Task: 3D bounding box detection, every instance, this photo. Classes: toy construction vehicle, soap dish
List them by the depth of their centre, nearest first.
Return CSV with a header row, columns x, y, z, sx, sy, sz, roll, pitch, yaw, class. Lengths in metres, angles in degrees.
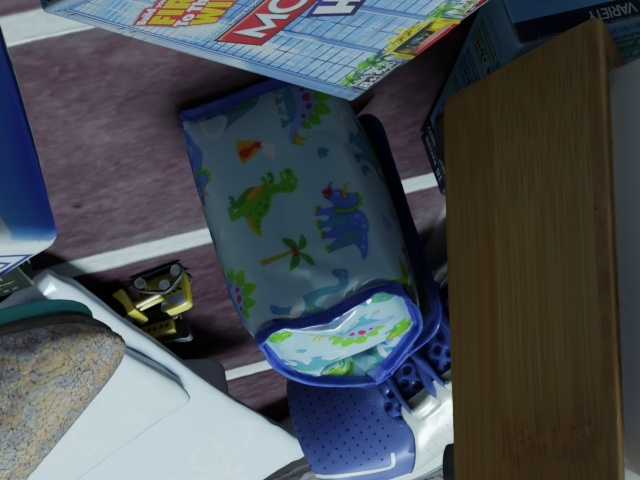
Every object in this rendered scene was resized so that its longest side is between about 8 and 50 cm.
x,y,z,sx,sy,sz,roll,pitch,yaw,class
0.144,0.043,0.961,0.118,0.229,0.291,-5,167,17,soap dish
-0.116,0.054,1.154,0.098,0.035,0.086,-19,162,3,toy construction vehicle

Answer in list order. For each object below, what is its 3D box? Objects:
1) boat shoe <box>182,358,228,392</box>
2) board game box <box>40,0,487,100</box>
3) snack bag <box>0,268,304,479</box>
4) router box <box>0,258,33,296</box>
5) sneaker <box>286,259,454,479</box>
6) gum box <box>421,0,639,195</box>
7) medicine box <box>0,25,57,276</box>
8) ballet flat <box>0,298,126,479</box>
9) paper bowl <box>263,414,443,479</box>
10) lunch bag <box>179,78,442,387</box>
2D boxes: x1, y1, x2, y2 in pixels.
x,y,z,sx,sy,sz,roll,pitch,yaw,class
-0.196,0.166,1.297,0.301,0.102,0.108,-19,162,3,boat shoe
-0.003,-0.125,0.697,0.194,0.060,0.194,-2,156,-44,board game box
-0.200,0.178,1.182,0.323,0.037,0.342,-38,148,7,snack bag
-0.211,0.012,0.933,0.122,0.038,0.092,-19,163,0,router box
0.111,0.035,1.208,0.315,0.127,0.182,-27,158,6,sneaker
0.145,-0.091,0.972,0.157,0.041,0.184,-14,161,-13,gum box
-0.284,-0.015,0.602,0.263,0.149,0.289,-30,159,34,medicine box
-0.207,0.114,0.640,0.316,0.106,0.107,-17,163,-4,ballet flat
0.055,0.207,1.589,0.284,0.148,0.284,-16,162,-5,paper bowl
0.000,0.000,0.957,0.096,0.129,0.151,-18,161,2,lunch bag
